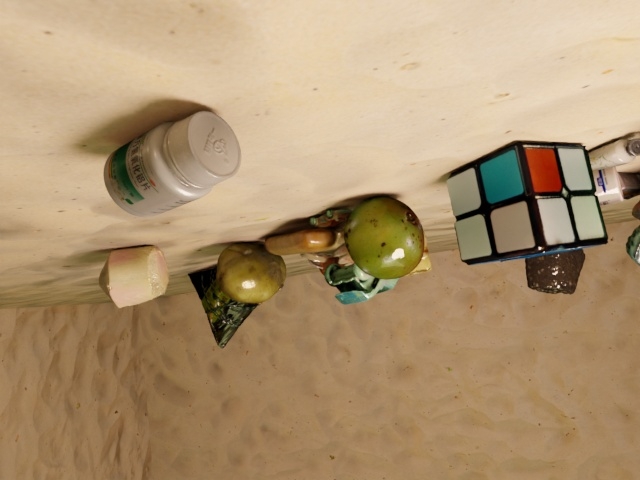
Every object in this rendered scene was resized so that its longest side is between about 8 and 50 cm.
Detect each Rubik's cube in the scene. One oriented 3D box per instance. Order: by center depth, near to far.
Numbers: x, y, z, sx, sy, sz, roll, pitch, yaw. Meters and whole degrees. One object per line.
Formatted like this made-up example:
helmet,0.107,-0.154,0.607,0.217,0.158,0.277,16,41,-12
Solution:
Rubik's cube,0.355,-0.059,0.733,0.183,0.180,0.167,-2,171,-27

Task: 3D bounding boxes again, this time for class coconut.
coconut,-0.463,0.088,1.027,0.153,0.147,0.147,-11,173,-10

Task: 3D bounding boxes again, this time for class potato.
potato,-0.194,0.089,1.196,0.149,0.197,0.228,-36,148,28

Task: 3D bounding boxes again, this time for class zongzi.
zongzi,-0.396,0.179,1.719,0.383,0.362,0.319,-52,155,14

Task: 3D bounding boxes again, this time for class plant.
plant,0.877,0.035,1.547,0.182,0.320,0.194,14,170,-28

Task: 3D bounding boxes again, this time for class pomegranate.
pomegranate,0.116,0.004,0.893,0.210,0.179,0.180,-29,162,32

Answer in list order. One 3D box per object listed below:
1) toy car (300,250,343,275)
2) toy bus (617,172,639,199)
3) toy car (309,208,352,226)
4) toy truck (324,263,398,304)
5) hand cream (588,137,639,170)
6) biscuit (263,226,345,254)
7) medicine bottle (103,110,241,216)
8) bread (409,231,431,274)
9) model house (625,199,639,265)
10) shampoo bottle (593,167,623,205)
toy car,0.033,0.048,1.414,0.235,0.145,0.235,9,165,3
toy bus,0.778,-0.140,1.069,0.172,0.057,0.072,-4,162,-31
toy car,0.022,-0.049,0.964,0.059,0.035,0.122,-8,171,-36
toy truck,0.144,0.063,1.188,0.155,0.156,0.279,-23,-156,50
hand cream,0.510,-0.147,0.781,0.067,0.042,0.194,-9,177,-7
biscuit,0.000,0.000,1.111,0.237,0.062,0.291,-6,177,-29
medicine bottle,-0.148,-0.075,0.419,0.130,0.080,0.080,-14,170,34
bread,0.316,0.062,1.627,0.168,0.163,0.264,-10,173,1
model house,0.922,-0.078,0.986,0.360,0.297,0.339,-60,173,27
shampoo bottle,0.510,-0.096,0.967,0.303,0.092,0.092,-14,171,39
